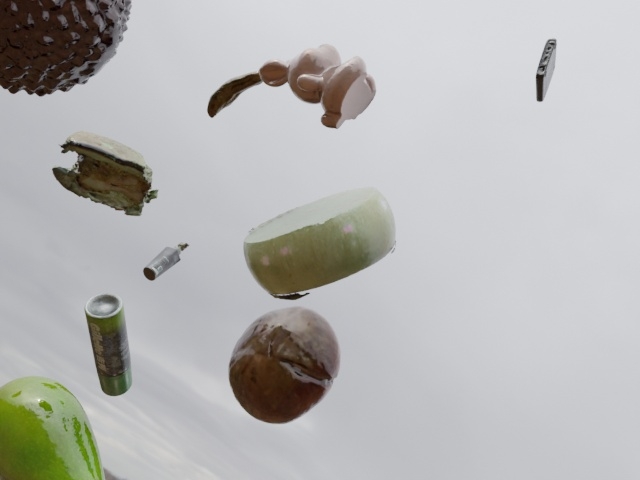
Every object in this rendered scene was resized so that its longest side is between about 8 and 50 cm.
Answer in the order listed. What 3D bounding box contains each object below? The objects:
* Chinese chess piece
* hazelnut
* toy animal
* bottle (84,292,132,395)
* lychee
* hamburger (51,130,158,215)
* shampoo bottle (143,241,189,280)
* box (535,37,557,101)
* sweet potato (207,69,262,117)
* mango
[{"bbox_3d":[0.000,0.000,1.198,0.349,0.349,0.146,-9,-73,46],"label":"Chinese chess piece"},{"bbox_3d":[-0.114,0.361,1.570,0.315,0.372,0.372,25,-30,23],"label":"hazelnut"},{"bbox_3d":[-0.014,-0.286,0.897,0.212,0.124,0.124,34,-27,24],"label":"toy animal"},{"bbox_3d":[-0.563,0.289,1.416,0.093,0.093,0.330,21,-51,14],"label":"bottle"},{"bbox_3d":[-0.467,-0.396,0.856,0.306,0.330,0.306,13,-69,37],"label":"lychee"},{"bbox_3d":[-0.603,-0.195,1.513,0.288,0.167,0.192,23,14,-24],"label":"hamburger"},{"bbox_3d":[-0.556,0.068,1.915,0.064,0.207,0.057,4,-58,23],"label":"shampoo bottle"},{"bbox_3d":[0.598,-0.447,1.394,0.027,0.126,0.125,15,-15,28],"label":"box"},{"bbox_3d":[-0.213,-0.378,1.313,0.182,0.054,0.053,-33,-75,9],"label":"sweet potato"},{"bbox_3d":[-0.526,0.400,1.019,0.343,0.192,0.156,36,13,23],"label":"mango"}]
